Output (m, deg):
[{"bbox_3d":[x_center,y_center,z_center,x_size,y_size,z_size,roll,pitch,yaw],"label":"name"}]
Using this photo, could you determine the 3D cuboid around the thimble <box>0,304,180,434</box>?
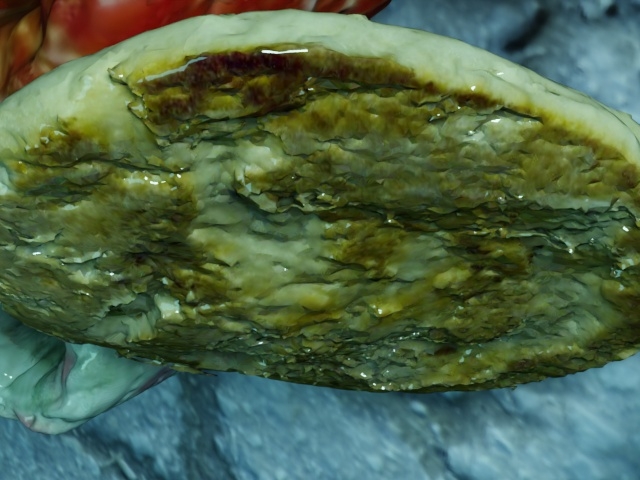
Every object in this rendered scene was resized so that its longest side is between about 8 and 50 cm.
[{"bbox_3d":[-0.156,0.003,1.094,0.211,0.149,0.185,45,141,19],"label":"thimble"}]

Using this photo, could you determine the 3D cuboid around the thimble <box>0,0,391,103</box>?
[{"bbox_3d":[-0.125,-0.212,0.863,0.350,0.230,0.350,24,128,35],"label":"thimble"}]

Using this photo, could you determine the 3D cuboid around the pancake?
[{"bbox_3d":[0.000,0.002,0.829,0.356,0.356,0.065,-41,42,50],"label":"pancake"}]
